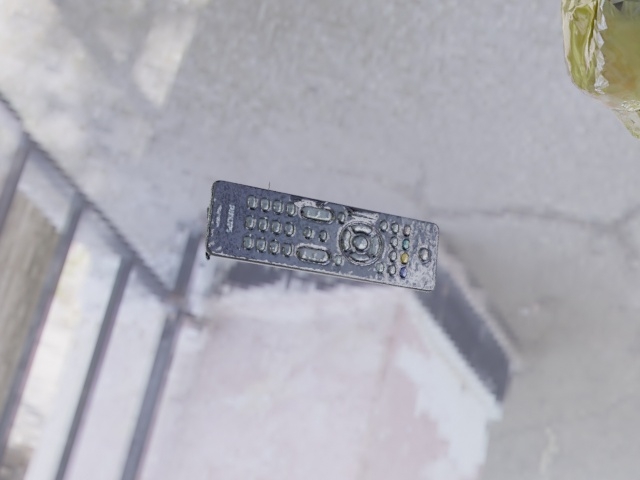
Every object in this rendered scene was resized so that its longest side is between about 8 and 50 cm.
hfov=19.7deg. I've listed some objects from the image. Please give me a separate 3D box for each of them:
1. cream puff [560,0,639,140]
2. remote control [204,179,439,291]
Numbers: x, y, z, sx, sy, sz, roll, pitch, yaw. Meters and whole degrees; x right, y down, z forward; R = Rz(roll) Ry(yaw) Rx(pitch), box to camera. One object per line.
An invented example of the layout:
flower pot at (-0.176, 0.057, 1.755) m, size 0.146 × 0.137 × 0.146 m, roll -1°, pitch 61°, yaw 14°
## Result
cream puff at (0.265, -0.190, 1.053) m, size 0.378 × 0.275 × 0.378 m, roll 12°, pitch 110°, yaw 34°
remote control at (0.000, 0.000, 0.696) m, size 0.091 × 0.034 × 0.016 m, roll 11°, pitch 159°, yaw -14°
